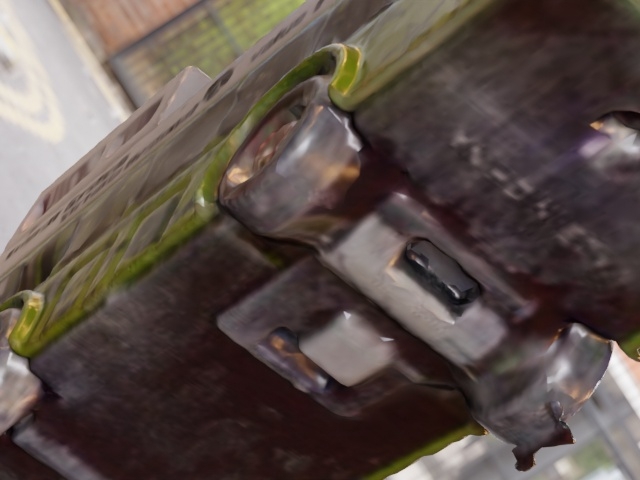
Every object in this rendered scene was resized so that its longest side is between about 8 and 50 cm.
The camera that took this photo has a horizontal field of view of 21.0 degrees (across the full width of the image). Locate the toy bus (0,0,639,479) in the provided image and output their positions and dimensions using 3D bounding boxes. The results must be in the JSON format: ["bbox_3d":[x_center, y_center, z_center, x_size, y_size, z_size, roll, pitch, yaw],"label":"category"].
[{"bbox_3d":[0.000,0.000,0.471,0.113,0.301,0.139,40,44,-18],"label":"toy bus"}]
